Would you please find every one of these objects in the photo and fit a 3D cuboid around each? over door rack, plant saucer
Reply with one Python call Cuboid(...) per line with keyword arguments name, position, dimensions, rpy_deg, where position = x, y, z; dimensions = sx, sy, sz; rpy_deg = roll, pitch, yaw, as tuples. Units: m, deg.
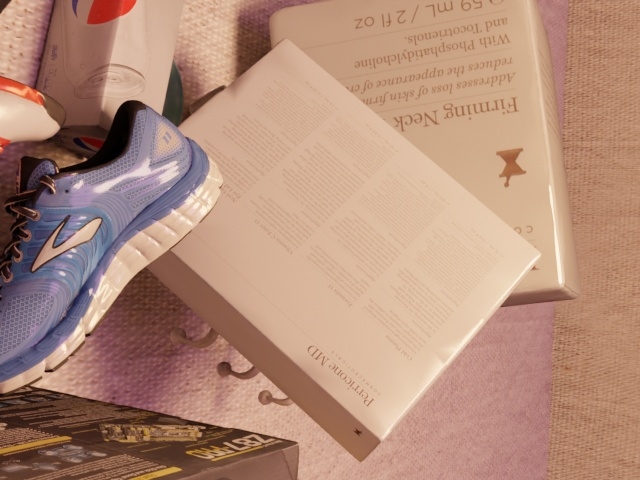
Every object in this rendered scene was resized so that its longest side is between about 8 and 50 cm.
Cuboid(name="over door rack", position=(-0.105, 0.017, 1.287), dimensions=(0.239, 0.108, 0.324), rpy_deg=(47, 38, -55))
Cuboid(name="plant saucer", position=(-0.194, -0.160, 1.171), dimensions=(0.119, 0.021, 0.119), rpy_deg=(-6, 97, -63))

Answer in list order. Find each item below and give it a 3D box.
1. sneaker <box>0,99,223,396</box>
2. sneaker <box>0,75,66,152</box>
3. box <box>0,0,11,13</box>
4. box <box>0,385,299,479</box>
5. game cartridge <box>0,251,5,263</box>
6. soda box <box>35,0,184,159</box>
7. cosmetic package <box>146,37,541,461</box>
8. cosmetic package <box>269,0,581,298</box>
Cuboid(name="sneaker", position=(-0.245, 0.002, 0.947), dimensions=(0.330, 0.130, 0.147), rpy_deg=(-49, 118, -20))
Cuboid(name="sneaker", position=(-0.325, -0.073, 0.856), dimensions=(0.270, 0.090, 0.145), rpy_deg=(13, 81, -59))
Cuboid(name="box", position=(-0.326, -0.305, 0.819), dimensions=(0.184, 0.103, 0.261), rpy_deg=(-62, 143, -34))
Cuboid(name="box", position=(-0.244, 0.189, 0.782), dimensions=(0.395, 0.318, 0.097), rpy_deg=(3, 91, -64))
Cuboid(name="game cartridge", position=(-0.283, 0.026, 1.021), dimensions=(0.083, 0.017, 0.056), rpy_deg=(-52, 133, -48))
Cuboid(name="soda box", position=(-0.204, -0.230, 1.070), dimensions=(0.098, 0.091, 0.286), rpy_deg=(32, 63, -59))
Cuboid(name="cosmetic package", position=(0.000, 0.000, 1.125), dimensions=(0.284, 0.377, 0.097), rpy_deg=(-43, 170, -28))
Cuboid(name="cosmetic package", position=(0.151, -0.103, 1.403), dimensions=(0.327, 0.329, 0.393), rpy_deg=(17, 66, -73))
